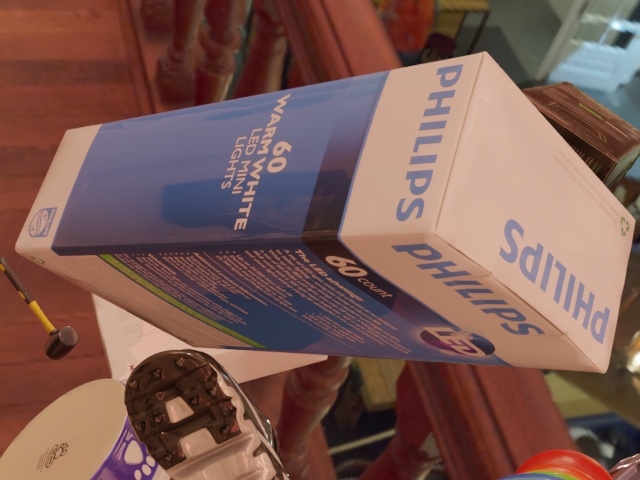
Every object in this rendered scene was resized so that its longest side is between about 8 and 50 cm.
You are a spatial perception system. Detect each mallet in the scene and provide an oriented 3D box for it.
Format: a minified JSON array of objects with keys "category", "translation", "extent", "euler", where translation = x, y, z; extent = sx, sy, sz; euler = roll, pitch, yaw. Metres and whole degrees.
[{"category":"mallet","translation":[-0.454,0.102,1.560],"extent":[0.039,0.062,0.189],"euler":[-35,94,-50]}]

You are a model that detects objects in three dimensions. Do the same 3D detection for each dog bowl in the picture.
[{"category":"dog bowl","translation":[-0.335,0.324,1.347],"extent":[0.104,0.265,0.265],"euler":[52,41,-28]}]

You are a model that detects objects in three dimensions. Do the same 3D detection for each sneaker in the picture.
[{"category":"sneaker","translation":[-0.048,0.169,0.635],"extent":[0.078,0.106,0.234],"euler":[-25,94,4]}]

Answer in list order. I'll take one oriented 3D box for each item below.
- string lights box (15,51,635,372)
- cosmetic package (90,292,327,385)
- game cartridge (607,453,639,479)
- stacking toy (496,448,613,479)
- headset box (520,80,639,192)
[{"category":"string lights box","translation":[-0.008,-0.001,0.452],"extent":[0.133,0.260,0.076],"euler":[36,62,-41]},{"category":"cosmetic package","translation":[-0.209,0.137,1.764],"extent":[0.377,0.097,0.284],"euler":[-13,40,-13]},{"category":"game cartridge","translation":[0.393,0.411,1.416],"extent":[0.355,0.230,0.068],"euler":[-31,82,-27]},{"category":"stacking toy","translation":[0.147,0.206,0.654],"extent":[0.141,0.141,0.330],"euler":[37,9,15]},{"category":"headset box","translation":[0.240,-0.044,1.124],"extent":[0.131,0.246,0.283],"euler":[38,23,14]}]
